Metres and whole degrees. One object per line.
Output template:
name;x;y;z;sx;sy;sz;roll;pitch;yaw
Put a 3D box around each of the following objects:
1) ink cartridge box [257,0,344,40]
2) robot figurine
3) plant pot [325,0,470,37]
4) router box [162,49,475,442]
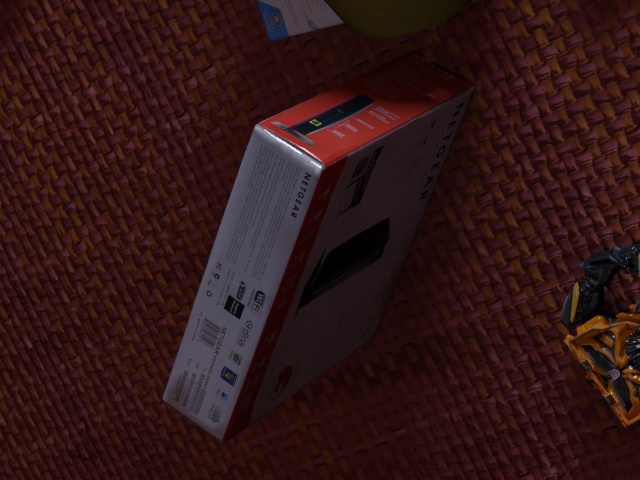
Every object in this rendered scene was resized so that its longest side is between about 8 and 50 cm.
ink cartridge box;-0.005;-0.264;1.929;0.122;0.052;0.088;-8;104;37
robot figurine;0.358;0.077;1.804;0.291;0.085;0.211;-38;86;37
plant pot;0.046;-0.348;1.753;0.275;0.275;0.293;2;127;33
router box;0.000;0.000;1.874;0.082;0.301;0.335;32;123;19
